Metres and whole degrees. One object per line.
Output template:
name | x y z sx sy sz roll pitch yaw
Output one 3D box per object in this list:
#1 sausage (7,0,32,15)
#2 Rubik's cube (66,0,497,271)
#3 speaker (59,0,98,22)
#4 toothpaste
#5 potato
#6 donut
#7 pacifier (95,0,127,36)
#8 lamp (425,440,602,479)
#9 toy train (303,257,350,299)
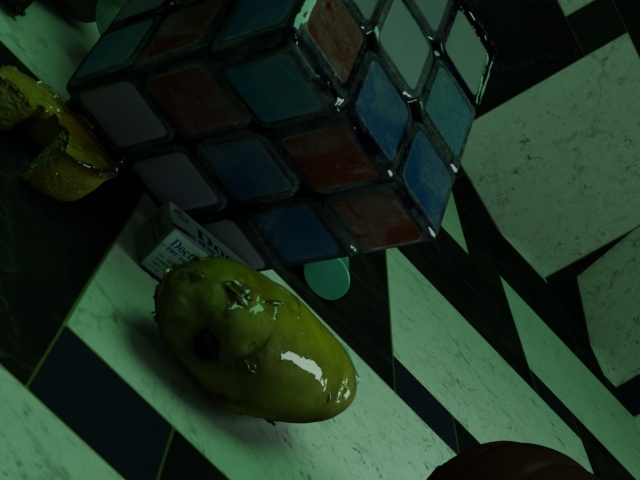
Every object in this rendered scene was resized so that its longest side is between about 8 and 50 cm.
sausage | -0.480 -0.464 1.746 0.317 0.117 0.125 46 48 -11
Rubik's cube | -0.036 -0.198 1.587 0.362 0.359 0.363 53 44 -35
speaker | -0.416 -0.549 1.977 0.406 0.183 0.184 55 -7 25
toothpaste | -0.087 0.085 1.582 0.336 0.067 0.081 42 12 -28
potato | -0.069 0.115 1.389 0.173 0.140 0.300 50 6 40
donut | -0.304 -0.113 1.435 0.181 0.078 0.146 46 11 19
pacifier | -0.179 -0.309 1.877 0.343 0.269 0.288 77 14 -55
lamp | 0.222 0.361 1.348 0.303 0.257 0.303 49 -29 41
toy train | 0.000 0.000 2.055 0.159 0.101 0.248 58 11 -18
